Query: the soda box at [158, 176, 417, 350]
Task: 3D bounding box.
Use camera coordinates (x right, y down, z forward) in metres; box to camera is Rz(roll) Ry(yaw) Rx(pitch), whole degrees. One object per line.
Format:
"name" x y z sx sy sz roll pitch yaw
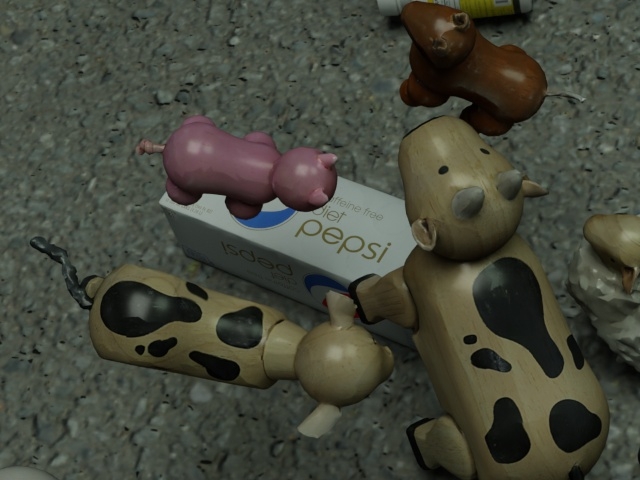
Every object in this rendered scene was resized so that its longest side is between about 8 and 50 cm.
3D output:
"soda box" 0.000 0.000 1.068 0.216 0.069 0.074 22 64 25

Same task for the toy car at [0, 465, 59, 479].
"toy car" -0.240 0.205 0.942 0.182 0.136 0.159 -4 55 11

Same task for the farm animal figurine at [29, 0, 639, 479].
"farm animal figurine" 0.058 0.026 0.888 0.330 0.172 0.327 -42 100 -15

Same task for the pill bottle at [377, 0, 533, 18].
"pill bottle" 0.102 -0.201 1.184 0.116 0.065 0.065 -4 55 11

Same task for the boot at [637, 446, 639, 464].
"boot" 0.341 0.186 0.834 0.338 0.118 0.223 5 49 9
